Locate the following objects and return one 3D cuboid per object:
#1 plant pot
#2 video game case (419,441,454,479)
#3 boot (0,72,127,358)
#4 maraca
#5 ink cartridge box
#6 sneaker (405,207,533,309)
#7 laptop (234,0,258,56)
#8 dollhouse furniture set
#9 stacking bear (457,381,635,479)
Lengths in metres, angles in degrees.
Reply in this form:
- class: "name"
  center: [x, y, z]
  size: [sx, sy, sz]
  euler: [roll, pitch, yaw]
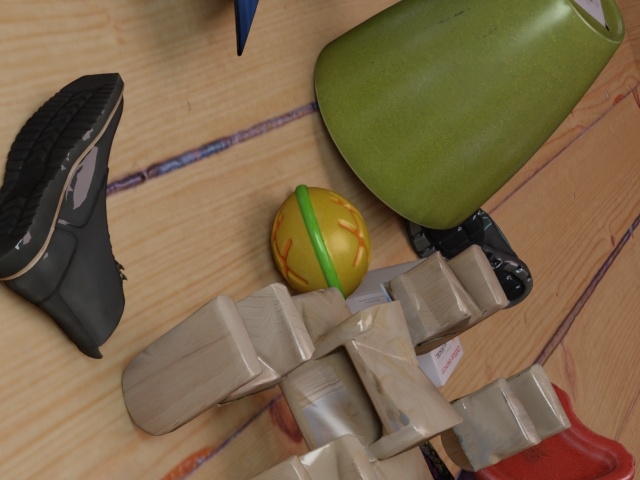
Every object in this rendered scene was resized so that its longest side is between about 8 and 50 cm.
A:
- class: "plant pot"
  center: [0.191, -0.201, 1.383]
  size: [0.275, 0.293, 0.274]
  euler: [29, 43, -31]
- class: "video game case"
  center: [0.071, 0.275, 1.284]
  size: [0.232, 0.042, 0.210]
  euler: [56, 34, -33]
- class: "boot"
  center: [-0.183, -0.021, 0.935]
  size: [0.137, 0.077, 0.198]
  euler: [56, 46, -41]
- class: "maraca"
  center: [0.000, 0.000, 1.232]
  size: [0.185, 0.099, 0.127]
  euler: [-98, 171, -80]
- class: "ink cartridge box"
  center: [0.096, 0.107, 1.359]
  size: [0.092, 0.090, 0.143]
  euler: [-43, 115, -59]
- class: "sneaker"
  center: [0.184, -0.007, 1.603]
  size: [0.267, 0.101, 0.106]
  euler: [45, 15, -39]
- class: "laptop"
  center: [0.030, -0.427, 1.184]
  size: [0.408, 0.236, 0.382]
  euler: [-17, 121, -28]
- class: "dollhouse furniture set"
  center: [0.035, 0.241, 1.062]
  size: [0.362, 0.256, 0.394]
  euler: [-10, 70, -50]
- class: "stacking bear"
  center: [0.227, 0.333, 1.370]
  size: [0.164, 0.175, 0.289]
  euler: [-18, 131, -26]
